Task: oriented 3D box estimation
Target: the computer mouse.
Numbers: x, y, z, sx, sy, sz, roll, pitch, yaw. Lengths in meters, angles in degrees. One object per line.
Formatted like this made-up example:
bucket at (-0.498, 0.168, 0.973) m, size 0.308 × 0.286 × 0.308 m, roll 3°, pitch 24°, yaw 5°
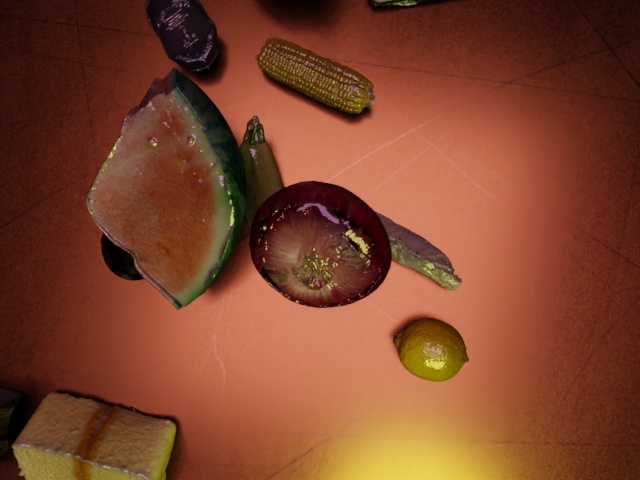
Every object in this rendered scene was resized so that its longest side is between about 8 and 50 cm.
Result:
computer mouse at (-0.254, -0.396, 1.051) m, size 0.106 × 0.062 × 0.192 m, roll -32°, pitch 80°, yaw 1°

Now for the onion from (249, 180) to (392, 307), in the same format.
onion at (0.001, 0.004, 0.955) m, size 0.248 × 0.248 × 0.161 m, roll 18°, pitch 54°, yaw 4°

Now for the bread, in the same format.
bread at (-0.401, 0.379, 0.995) m, size 0.266 × 0.142 × 0.178 m, roll 11°, pitch 72°, yaw 2°

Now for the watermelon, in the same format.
watermelon at (-0.208, -0.109, 0.906) m, size 0.292 × 0.222 × 0.319 m, roll 42°, pitch 55°, yaw -14°

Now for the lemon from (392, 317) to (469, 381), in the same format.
lemon at (0.192, 0.189, 0.972) m, size 0.133 × 0.109 × 0.109 m, roll 15°, pitch 88°, yaw 13°

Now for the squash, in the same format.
squash at (-0.111, -0.129, 1.024) m, size 0.090 × 0.075 × 0.200 m, roll 0°, pitch 109°, yaw 21°

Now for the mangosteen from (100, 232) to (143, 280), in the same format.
mangosteen at (-0.315, 0.005, 1.005) m, size 0.151 × 0.137 × 0.137 m, roll 1°, pitch 86°, yaw -27°

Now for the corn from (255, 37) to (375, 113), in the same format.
corn at (-0.008, -0.303, 1.026) m, size 0.238 × 0.080 × 0.080 m, roll 28°, pitch 88°, yaw 7°

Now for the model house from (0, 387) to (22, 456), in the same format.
model house at (-0.602, 0.345, 0.991) m, size 0.106 × 0.165 × 0.152 m, roll 7°, pitch 88°, yaw -14°

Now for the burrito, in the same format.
burrito at (0.155, 0.015, 1.014) m, size 0.230 × 0.063 × 0.058 m, roll 29°, pitch 128°, yaw 11°

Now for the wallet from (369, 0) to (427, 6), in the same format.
wallet at (0.230, -0.537, 1.046) m, size 0.310 × 0.042 × 0.165 m, roll -8°, pitch 85°, yaw 2°
